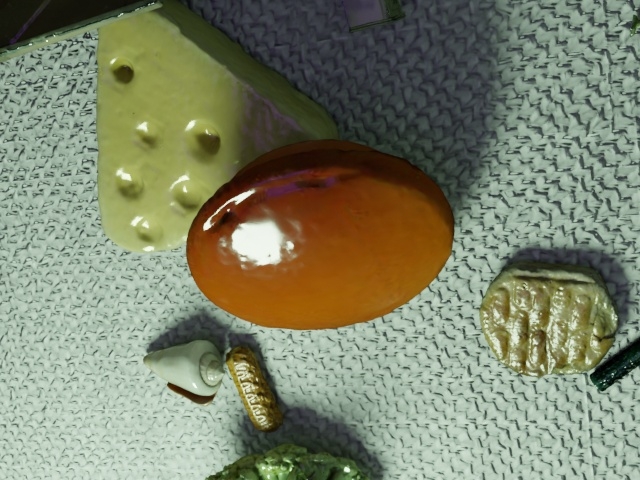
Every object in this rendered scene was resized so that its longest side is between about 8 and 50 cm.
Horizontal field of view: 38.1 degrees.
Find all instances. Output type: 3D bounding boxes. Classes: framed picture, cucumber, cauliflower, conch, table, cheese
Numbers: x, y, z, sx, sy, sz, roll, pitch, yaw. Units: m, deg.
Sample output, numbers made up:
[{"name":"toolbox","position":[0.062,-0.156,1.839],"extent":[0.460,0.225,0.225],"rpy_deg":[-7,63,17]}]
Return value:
[{"name":"framed picture","position":[-0.369,-0.392,1.316],"extent":[0.315,0.024,0.232],"rpy_deg":[-11,76,20]},{"name":"cucumber","position":[0.445,0.168,1.321],"extent":[0.032,0.032,0.133],"rpy_deg":[46,117,-3]},{"name":"cauliflower","position":[-0.059,0.482,1.473],"extent":[0.327,0.281,0.260],"rpy_deg":[-37,128,10]},{"name":"conch","position":[-0.223,0.218,1.520],"extent":[0.176,0.094,0.104],"rpy_deg":[-14,144,26]},{"name":"table","position":[0.068,-0.327,1.231],"extent":[0.062,0.079,0.083],"rpy_deg":[-9,105,22]},{"name":"cheese","position":[-0.201,-0.129,1.375],"extent":[0.384,0.104,0.384],"rpy_deg":[5,110,15]}]

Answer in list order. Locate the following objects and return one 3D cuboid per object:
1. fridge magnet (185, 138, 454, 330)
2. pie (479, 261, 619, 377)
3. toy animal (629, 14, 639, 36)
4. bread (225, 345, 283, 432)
[{"name":"fridge magnet","position":[0.000,0.000,1.256],"extent":[0.363,0.155,0.363],"rpy_deg":[-6,142,-5]},{"name":"pie","position":[0.326,0.118,1.333],"extent":[0.195,0.046,0.195],"rpy_deg":[5,109,16]},{"name":"toy animal","position":[0.420,-0.294,1.155],"extent":[0.075,0.041,0.217],"rpy_deg":[-10,102,19]},{"name":"bread","position":[-0.109,0.245,1.517],"extent":[0.052,0.044,0.157],"rpy_deg":[-18,103,20]}]
